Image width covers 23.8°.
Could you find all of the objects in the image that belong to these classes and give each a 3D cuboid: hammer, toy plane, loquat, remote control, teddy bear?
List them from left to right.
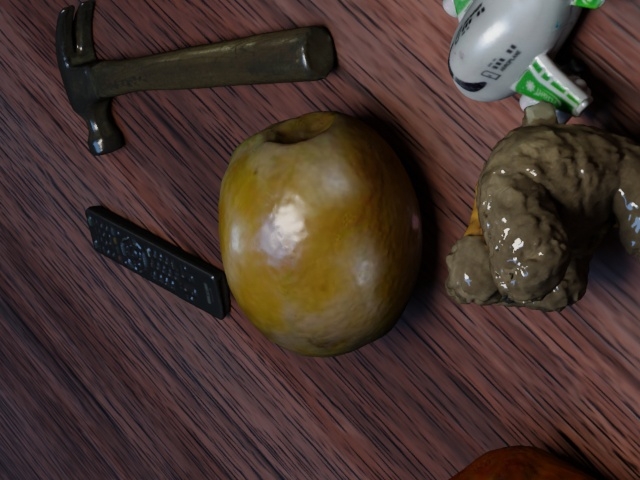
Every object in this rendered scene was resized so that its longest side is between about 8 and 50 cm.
[{"bbox_3d":[-0.185,0.021,1.699,0.245,0.025,0.063,26,132,41],"label":"remote control"},{"bbox_3d":[-0.134,-0.167,1.497,0.440,0.044,0.168,3,115,51],"label":"hammer"},{"bbox_3d":[0.000,0.000,1.308,0.179,0.179,0.227,25,135,43],"label":"loquat"},{"bbox_3d":[0.142,-0.160,1.106,0.174,0.080,0.174,34,138,37],"label":"toy plane"},{"bbox_3d":[0.162,-0.011,1.104,0.140,0.177,0.190,64,159,19],"label":"teddy bear"}]

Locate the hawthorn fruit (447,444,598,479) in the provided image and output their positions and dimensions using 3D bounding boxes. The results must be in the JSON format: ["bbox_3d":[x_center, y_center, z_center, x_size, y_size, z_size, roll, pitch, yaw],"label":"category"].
[{"bbox_3d":[0.164,0.300,1.276,0.224,0.224,0.261,40,159,31],"label":"hawthorn fruit"}]
